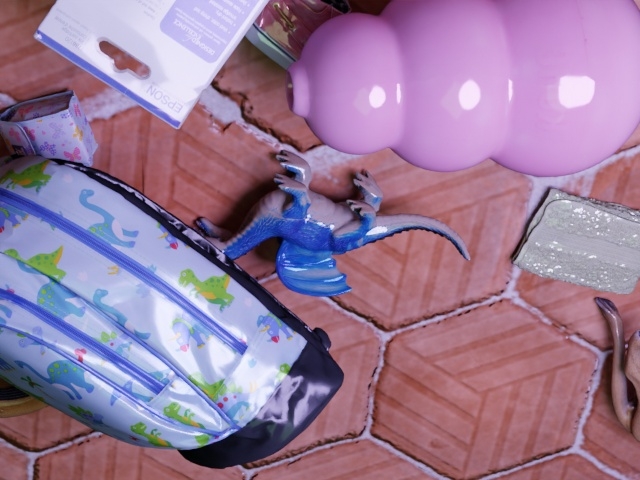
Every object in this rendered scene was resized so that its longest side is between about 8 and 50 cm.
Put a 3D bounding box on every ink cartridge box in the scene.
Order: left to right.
[{"bbox_3d":[-0.102,-0.280,1.408,0.165,0.065,0.332,34,97,-25],"label":"ink cartridge box"}]

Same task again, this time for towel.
[{"bbox_3d":[0.292,0.005,1.713,0.148,0.027,0.110,14,122,-15],"label":"towel"}]

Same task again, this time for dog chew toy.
[{"bbox_3d":[0.133,-0.154,1.468,0.332,0.206,0.206,-6,125,-12],"label":"dog chew toy"}]

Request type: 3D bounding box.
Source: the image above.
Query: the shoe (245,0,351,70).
[{"bbox_3d":[0.014,-0.187,1.533,0.178,0.063,0.081,35,119,-21],"label":"shoe"}]

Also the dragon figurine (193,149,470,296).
[{"bbox_3d":[0.000,0.000,1.643,0.289,0.085,0.144,14,123,-9],"label":"dragon figurine"}]

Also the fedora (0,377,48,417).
[{"bbox_3d":[-0.344,0.102,1.683,0.194,0.079,0.194,-5,129,-7],"label":"fedora"}]

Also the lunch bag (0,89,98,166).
[{"bbox_3d":[-0.273,-0.101,1.570,0.083,0.053,0.071,-10,124,12],"label":"lunch bag"}]

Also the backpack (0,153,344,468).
[{"bbox_3d":[-0.200,0.068,1.519,0.273,0.290,0.355,-43,108,-18],"label":"backpack"}]

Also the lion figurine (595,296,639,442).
[{"bbox_3d":[0.476,0.203,1.806,0.392,0.142,0.240,18,128,8],"label":"lion figurine"}]
